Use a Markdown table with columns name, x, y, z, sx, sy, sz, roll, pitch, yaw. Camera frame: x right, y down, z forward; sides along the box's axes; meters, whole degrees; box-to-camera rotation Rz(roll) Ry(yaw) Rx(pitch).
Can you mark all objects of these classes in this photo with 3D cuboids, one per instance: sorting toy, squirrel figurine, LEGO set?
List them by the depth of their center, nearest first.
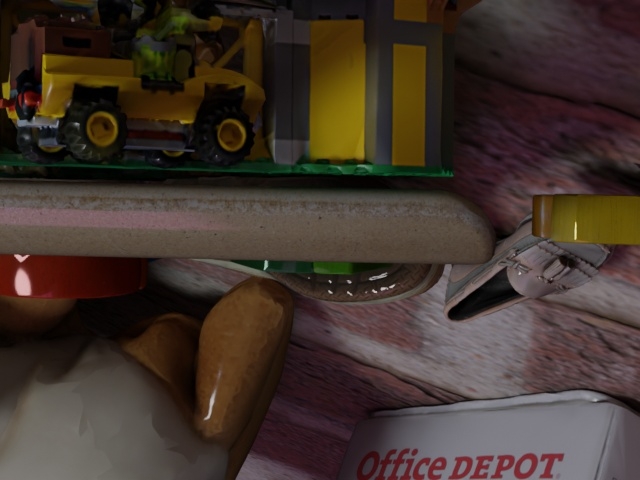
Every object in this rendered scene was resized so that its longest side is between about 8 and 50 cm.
| name | x | y | z | sx | sy | sz | roll | pitch | yaw |
| --- | --- | --- | --- | --- | --- | --- | --- | --- | --- |
| LEGO set | -0.103 | -0.119 | 0.508 | 0.255 | 0.192 | 0.331 | 0 | -178 | -23 |
| sorting toy | 0.000 | 0.000 | 0.578 | 0.307 | 0.041 | 0.229 | 1 | -178 | 0 |
| squirrel figurine | -0.246 | 0.122 | 1.017 | 0.370 | 0.281 | 0.397 | 26 | 156 | 9 |

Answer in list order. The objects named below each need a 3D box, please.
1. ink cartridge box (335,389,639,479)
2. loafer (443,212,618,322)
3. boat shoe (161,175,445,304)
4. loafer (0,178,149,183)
| name | x | y | z | sx | sy | sz | roll | pitch | yaw |
| --- | --- | --- | --- | --- | --- | --- | --- | --- | --- |
| ink cartridge box | 0.096 | 0.314 | 0.945 | 0.166 | 0.395 | 0.285 | 31 | 157 | -25 |
| loafer | 0.102 | 0.017 | 0.728 | 0.045 | 0.039 | 0.125 | 31 | 157 | -18 |
| boat shoe | -0.002 | -0.002 | 0.773 | 0.190 | 0.068 | 0.072 | 15 | 171 | 42 |
| loafer | -0.160 | -0.051 | 0.757 | 0.087 | 0.094 | 0.251 | 8 | 153 | 42 |
